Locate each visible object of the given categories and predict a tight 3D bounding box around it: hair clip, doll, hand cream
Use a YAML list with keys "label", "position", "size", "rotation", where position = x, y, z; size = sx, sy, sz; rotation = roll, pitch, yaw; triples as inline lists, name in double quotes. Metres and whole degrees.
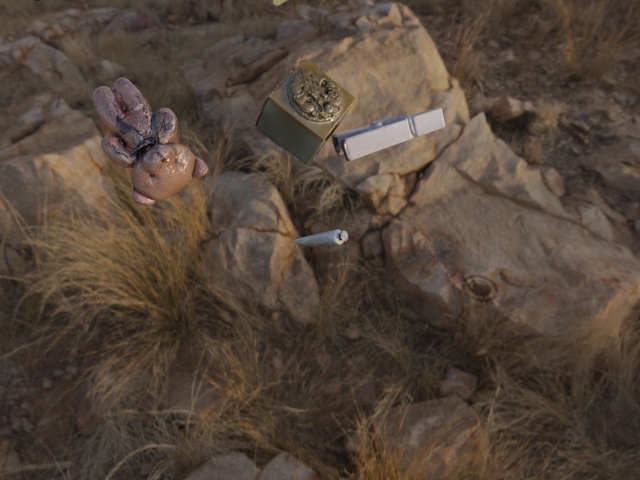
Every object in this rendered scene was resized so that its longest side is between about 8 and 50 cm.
- label: "hair clip"
  position: [0.205, -0.324, 1.567]
  size: [0.331, 0.085, 0.101]
  rotation: [-20, 14, -9]
- label: "doll"
  position: [-0.418, -0.241, 1.249]
  size: [0.201, 0.303, 0.156]
  rotation: [-36, 20, -17]
- label: "hand cream"
  position: [0.000, 0.000, 1.531]
  size: [0.067, 0.194, 0.042]
  rotation: [12, 74, -43]

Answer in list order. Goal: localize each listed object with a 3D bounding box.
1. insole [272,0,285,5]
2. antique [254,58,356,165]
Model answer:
- label: "insole"
  position: [-0.068, -0.759, 1.542]
  size: [0.063, 0.192, 0.010]
  rotation: [-4, 65, -58]
- label: "antique"
  position: [-0.032, -0.279, 1.124]
  size: [0.152, 0.148, 0.146]
  rotation: [37, 65, -5]
